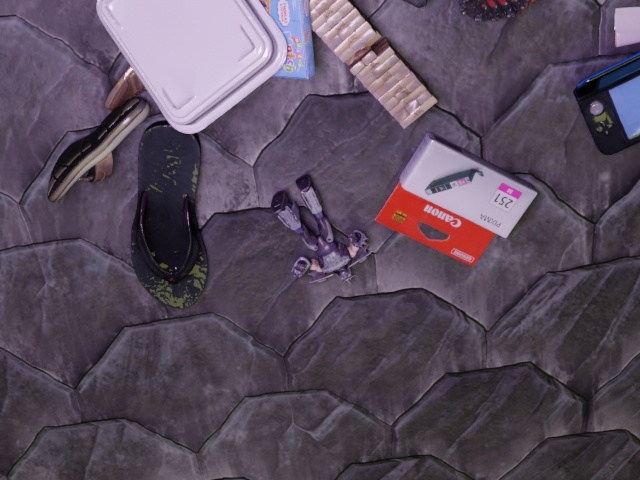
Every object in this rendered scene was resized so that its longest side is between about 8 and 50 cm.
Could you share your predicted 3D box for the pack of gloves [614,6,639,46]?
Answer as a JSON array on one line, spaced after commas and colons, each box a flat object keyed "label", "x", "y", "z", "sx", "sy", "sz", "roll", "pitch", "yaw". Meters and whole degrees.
[{"label": "pack of gloves", "x": 0.701, "y": -0.492, "z": 1.696, "sx": 0.232, "sy": 0.046, "sz": 0.195, "roll": -10, "pitch": 119, "yaw": 2}]

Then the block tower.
[{"label": "block tower", "x": 0.087, "y": -0.378, "z": 1.701, "sx": 0.091, "sy": 0.097, "sz": 0.335, "roll": -39, "pitch": 111, "yaw": 17}]

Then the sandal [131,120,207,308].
[{"label": "sandal", "x": -0.334, "y": -0.034, "z": 1.852, "sx": 0.168, "sy": 0.107, "sz": 0.445, "roll": 0, "pitch": 118, "yaw": -3}]

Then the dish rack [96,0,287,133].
[{"label": "dish rack", "x": -0.256, "y": -0.398, "z": 1.611, "sx": 0.285, "sy": 0.072, "sz": 0.333, "roll": -35, "pitch": 88, "yaw": 17}]

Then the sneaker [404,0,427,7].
[{"label": "sneaker", "x": 0.098, "y": -0.509, "z": 1.644, "sx": 0.234, "sy": 0.078, "sz": 0.106, "roll": 36, "pitch": 113, "yaw": -15}]

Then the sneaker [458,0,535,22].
[{"label": "sneaker", "x": 0.391, "y": -0.515, "z": 1.642, "sx": 0.276, "sy": 0.135, "sz": 0.097, "roll": -21, "pitch": 132, "yaw": 34}]

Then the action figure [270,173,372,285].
[{"label": "action figure", "x": 0.000, "y": 0.000, "z": 1.894, "sx": 0.185, "sy": 0.099, "sz": 0.285, "roll": -32, "pitch": 119, "yaw": 4}]

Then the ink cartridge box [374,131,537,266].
[{"label": "ink cartridge box", "x": 0.293, "y": -0.075, "z": 1.889, "sx": 0.275, "sy": 0.060, "sz": 0.239, "roll": 24, "pitch": 113, "yaw": -15}]

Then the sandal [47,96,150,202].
[{"label": "sandal", "x": -0.454, "y": -0.172, "z": 1.775, "sx": 0.303, "sy": 0.120, "sz": 0.086, "roll": -36, "pitch": 127, "yaw": 15}]

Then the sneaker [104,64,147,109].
[{"label": "sneaker", "x": -0.359, "y": -0.322, "z": 1.722, "sx": 0.071, "sy": 0.066, "sz": 0.188, "roll": 37, "pitch": 110, "yaw": -17}]

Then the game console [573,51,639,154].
[{"label": "game console", "x": 0.673, "y": -0.300, "z": 1.714, "sx": 0.293, "sy": 0.173, "sz": 0.250, "roll": -25, "pitch": 116, "yaw": 16}]

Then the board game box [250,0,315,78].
[{"label": "board game box", "x": -0.116, "y": -0.398, "z": 1.656, "sx": 0.211, "sy": 0.039, "sz": 0.160, "roll": 10, "pitch": 122, "yaw": 27}]
